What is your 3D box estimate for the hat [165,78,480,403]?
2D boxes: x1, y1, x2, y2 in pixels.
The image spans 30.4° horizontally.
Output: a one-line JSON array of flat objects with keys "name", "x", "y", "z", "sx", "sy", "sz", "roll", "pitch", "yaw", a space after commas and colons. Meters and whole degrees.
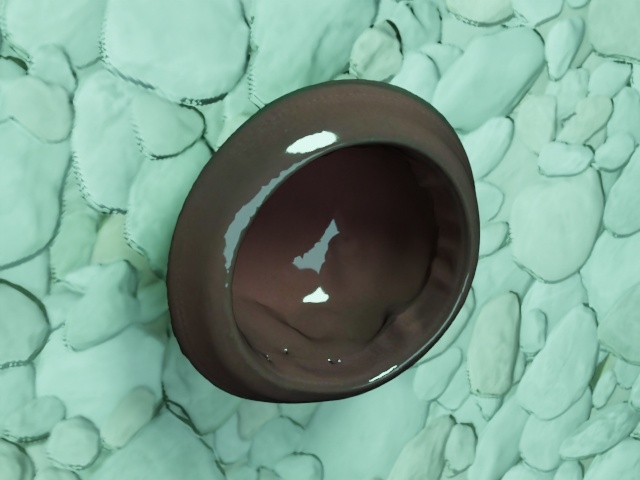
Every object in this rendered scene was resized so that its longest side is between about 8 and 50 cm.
[{"name": "hat", "x": 0.000, "y": 0.000, "z": 0.680, "sx": 0.206, "sy": 0.089, "sz": 0.205, "roll": -12, "pitch": 116, "yaw": -26}]
